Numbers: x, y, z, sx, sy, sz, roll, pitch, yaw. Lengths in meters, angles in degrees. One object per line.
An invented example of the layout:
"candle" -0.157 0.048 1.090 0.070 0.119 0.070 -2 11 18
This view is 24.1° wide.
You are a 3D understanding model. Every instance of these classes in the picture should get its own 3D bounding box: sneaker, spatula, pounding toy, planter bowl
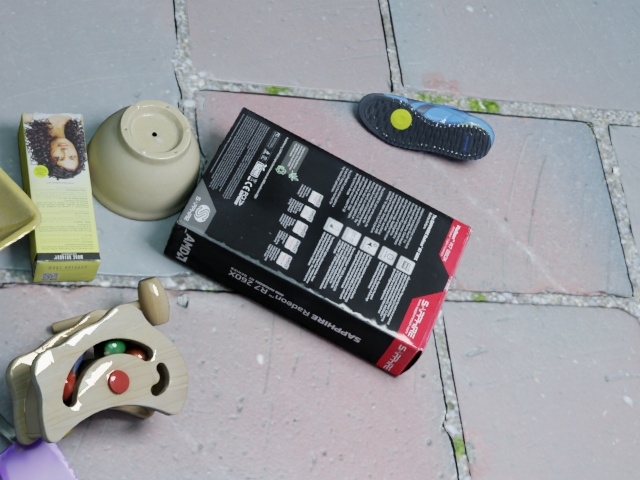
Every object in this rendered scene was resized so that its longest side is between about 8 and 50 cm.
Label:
"sneaker" 0.158 -0.175 2.241 0.209 0.069 0.082 16 23 0
"spatula" -0.401 0.204 1.816 0.084 0.030 0.296 -30 74 -33
"pounding toy" -0.274 0.169 1.854 0.269 0.155 0.154 -33 102 -38
"planter bowl" -0.233 -0.123 2.030 0.162 0.109 0.162 10 57 -15

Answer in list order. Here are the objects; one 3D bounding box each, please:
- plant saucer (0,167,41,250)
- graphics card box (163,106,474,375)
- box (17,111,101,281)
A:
"plant saucer" -0.579 -0.041 1.872 0.333 0.081 0.333 45 56 11
"graphics card box" 0.000 0.000 2.049 0.371 0.094 0.232 28 55 -3
"box" -0.348 -0.059 1.980 0.087 0.058 0.232 -2 61 -21
